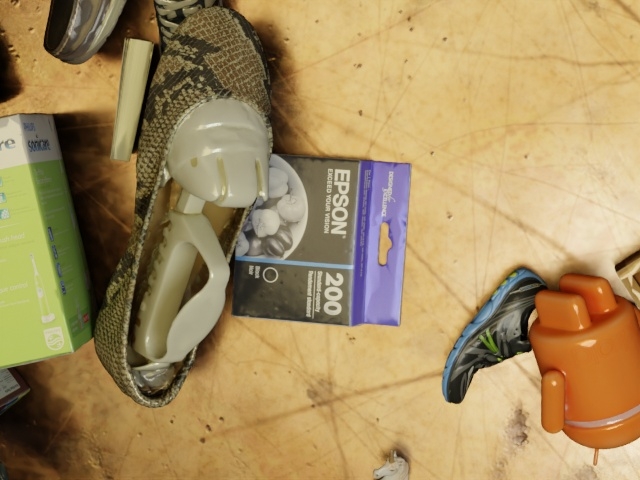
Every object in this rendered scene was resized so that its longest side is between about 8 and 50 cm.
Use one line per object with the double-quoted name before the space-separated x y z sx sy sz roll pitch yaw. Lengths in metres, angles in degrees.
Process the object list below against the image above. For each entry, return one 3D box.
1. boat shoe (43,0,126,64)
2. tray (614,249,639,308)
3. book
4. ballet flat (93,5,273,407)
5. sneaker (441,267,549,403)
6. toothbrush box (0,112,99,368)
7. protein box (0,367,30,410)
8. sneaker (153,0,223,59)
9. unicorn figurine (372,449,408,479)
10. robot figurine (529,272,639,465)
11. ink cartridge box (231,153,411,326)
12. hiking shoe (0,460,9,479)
"boat shoe" -0.288 -0.388 1.776 0.130 0.132 0.355 11 90 -32
"tray" 0.540 0.149 1.752 0.203 0.076 0.411 -33 91 11
"book" -0.229 -0.172 1.826 0.035 0.096 0.144 9 97 -8
"ballet flat" -0.141 -0.019 1.748 0.164 0.182 0.483 7 113 -28
"sneaker" 0.209 0.122 1.803 0.078 0.067 0.188 38 98 10
"toothbrush box" -0.361 -0.003 1.804 0.122 0.206 0.283 -11 95 2
"protein box" -0.515 0.179 1.889 0.200 0.136 0.201 -38 89 11
"sneaker" -0.159 -0.272 1.774 0.099 0.153 0.282 -1 96 10
"unicorn figurine" 0.077 0.330 1.858 0.111 0.060 0.162 -28 107 10
"robot figurine" 0.316 0.148 1.747 0.128 0.158 0.219 -14 109 20
"ink cartridge box" 0.000 0.000 1.835 0.208 0.045 0.206 4 96 7
"hiking shoe" -0.493 0.250 1.787 0.304 0.113 0.132 43 131 -4
